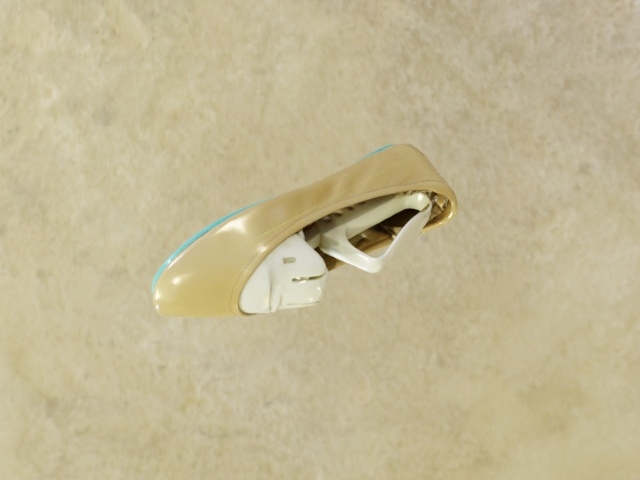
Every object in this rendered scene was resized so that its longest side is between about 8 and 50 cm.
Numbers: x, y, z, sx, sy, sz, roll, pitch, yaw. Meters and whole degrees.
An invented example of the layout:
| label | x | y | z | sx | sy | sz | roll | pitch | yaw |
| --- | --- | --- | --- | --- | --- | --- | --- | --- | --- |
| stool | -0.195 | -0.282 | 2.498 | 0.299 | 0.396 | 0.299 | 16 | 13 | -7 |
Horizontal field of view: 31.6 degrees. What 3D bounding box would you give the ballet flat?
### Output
| label | x | y | z | sx | sy | sz | roll | pitch | yaw |
| --- | --- | --- | --- | --- | --- | --- | --- | --- | --- |
| ballet flat | 0.000 | 0.000 | 0.741 | 0.232 | 0.073 | 0.080 | -30 | 148 | -31 |
